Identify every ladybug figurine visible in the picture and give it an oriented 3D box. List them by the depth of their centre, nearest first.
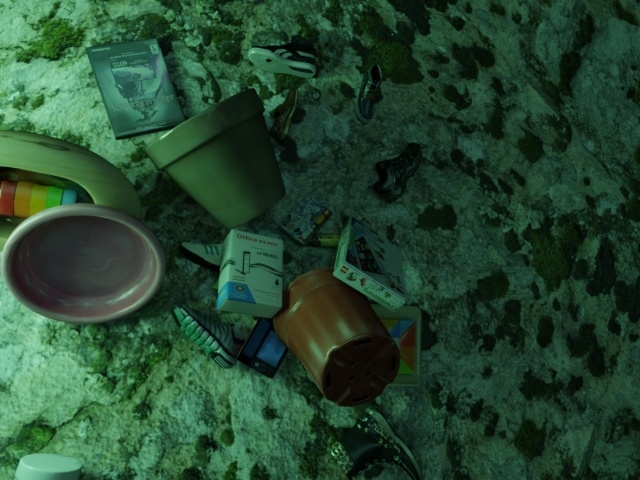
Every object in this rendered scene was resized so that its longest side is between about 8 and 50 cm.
[{"bbox_3d":[-0.645,-0.111,1.032,0.450,0.161,0.304,14,117,-30],"label":"ladybug figurine"}]

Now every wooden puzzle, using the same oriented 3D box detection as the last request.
[{"bbox_3d":[0.200,0.308,1.306,0.221,0.044,0.238,5,77,-16],"label":"wooden puzzle"}]

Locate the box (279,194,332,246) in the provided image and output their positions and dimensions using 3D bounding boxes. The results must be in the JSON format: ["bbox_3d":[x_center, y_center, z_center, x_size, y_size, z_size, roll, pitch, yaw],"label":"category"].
[{"bbox_3d":[-0.042,-0.059,1.296,0.094,0.027,0.137,36,64,14],"label":"box"}]

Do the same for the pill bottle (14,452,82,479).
[{"bbox_3d":[-0.615,0.608,0.938,0.153,0.153,0.264,16,74,-13],"label":"pill bottle"}]

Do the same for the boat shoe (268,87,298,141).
[{"bbox_3d":[-0.111,-0.389,1.345,0.060,0.064,0.177,18,77,-15],"label":"boat shoe"}]

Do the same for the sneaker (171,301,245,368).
[{"bbox_3d":[-0.290,0.231,1.168,0.223,0.083,0.098,48,49,-7],"label":"sneaker"}]

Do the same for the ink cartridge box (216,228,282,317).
[{"bbox_3d":[-0.180,0.085,1.152,0.149,0.086,0.202,13,55,-24],"label":"ink cartridge box"}]

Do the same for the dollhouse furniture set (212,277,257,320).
[{"bbox_3d":[-0.216,0.149,1.204,0.152,0.058,0.076,33,72,-8],"label":"dollhouse furniture set"}]

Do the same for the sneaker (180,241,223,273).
[{"bbox_3d":[-0.300,0.033,1.212,0.162,0.057,0.075,26,56,-9],"label":"sneaker"}]

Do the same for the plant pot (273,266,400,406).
[{"bbox_3d":[0.048,0.244,1.100,0.273,0.265,0.272,-8,115,-19],"label":"plant pot"}]

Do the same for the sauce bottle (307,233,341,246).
[{"bbox_3d":[0.000,0.000,1.310,0.128,0.042,0.042,-1,79,-17],"label":"sauce bottle"}]

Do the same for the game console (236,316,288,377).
[{"bbox_3d":[-0.140,0.280,1.186,0.124,0.085,0.143,32,72,-7],"label":"game console"}]

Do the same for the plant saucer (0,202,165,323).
[{"bbox_3d":[-0.539,0.049,1.034,0.333,0.331,0.084,-12,38,-16],"label":"plant saucer"}]

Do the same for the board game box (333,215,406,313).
[{"bbox_3d":[0.140,0.054,1.231,0.193,0.305,0.053,32,115,-8],"label":"board game box"}]

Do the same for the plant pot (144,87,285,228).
[{"bbox_3d":[-0.239,-0.195,1.160,0.323,0.323,0.280,-36,106,-20],"label":"plant pot"}]

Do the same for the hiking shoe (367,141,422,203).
[{"bbox_3d":[0.240,-0.235,1.409,0.114,0.086,0.226,32,72,-12],"label":"hiking shoe"}]

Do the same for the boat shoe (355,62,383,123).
[{"bbox_3d":[0.159,-0.478,1.435,0.065,0.083,0.183,8,77,-15],"label":"boat shoe"}]

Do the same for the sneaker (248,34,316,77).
[{"bbox_3d":[-0.118,-0.591,1.384,0.217,0.079,0.121,7,73,-24],"label":"sneaker"}]

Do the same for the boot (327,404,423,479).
[{"bbox_3d":[0.149,0.599,1.210,0.179,0.085,0.236,-36,84,-18],"label":"boot"}]

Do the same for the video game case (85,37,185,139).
[{"bbox_3d":[-0.519,-0.432,1.251,0.196,0.026,0.273,-18,84,-19],"label":"video game case"}]
